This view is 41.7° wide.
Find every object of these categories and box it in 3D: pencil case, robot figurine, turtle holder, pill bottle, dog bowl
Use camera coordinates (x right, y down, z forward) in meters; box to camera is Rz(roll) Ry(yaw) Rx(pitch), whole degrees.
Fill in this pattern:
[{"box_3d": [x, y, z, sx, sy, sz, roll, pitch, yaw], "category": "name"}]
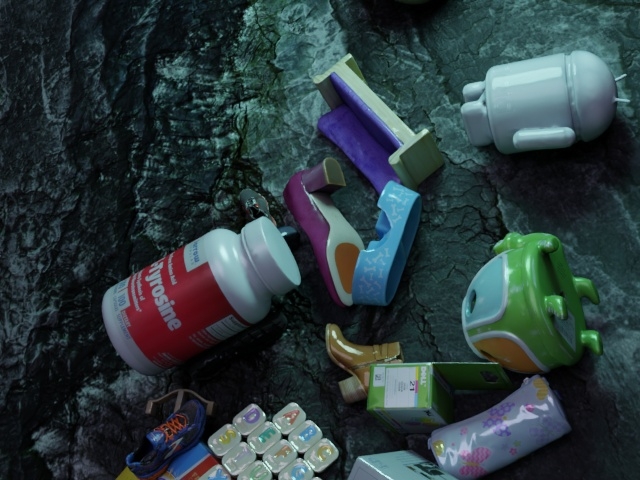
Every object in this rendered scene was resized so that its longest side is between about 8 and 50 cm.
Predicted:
[{"box_3d": [0.346, 0.371, 1.625, 0.273, 0.113, 0.124, -32, 93, 10], "category": "pencil case"}, {"box_3d": [0.493, -0.303, 1.854, 0.353, 0.200, 0.300, -8, 47, 21], "category": "robot figurine"}, {"box_3d": [0.399, 0.109, 1.669, 0.227, 0.243, 0.320, -24, 65, 32], "category": "turtle holder"}, {"box_3d": [-0.260, 0.118, 1.878, 0.407, 0.229, 0.229, -29, 57, 10], "category": "pill bottle"}, {"box_3d": [0.153, 0.013, 1.881, 0.074, 0.166, 0.297, 16, 72, 17], "category": "dog bowl"}]

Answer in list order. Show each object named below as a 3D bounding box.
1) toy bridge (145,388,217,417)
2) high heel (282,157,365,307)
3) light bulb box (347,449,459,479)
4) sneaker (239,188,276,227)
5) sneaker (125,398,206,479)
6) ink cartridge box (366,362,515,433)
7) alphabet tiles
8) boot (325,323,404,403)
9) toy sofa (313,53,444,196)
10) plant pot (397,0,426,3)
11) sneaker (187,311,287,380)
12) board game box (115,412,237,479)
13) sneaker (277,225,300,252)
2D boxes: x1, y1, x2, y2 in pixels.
[{"box_3d": [-0.329, 0.384, 1.987, 0.188, 0.026, 0.063, -3, 61, 23], "category": "toy bridge"}, {"box_3d": [0.000, 0.000, 2.011, 0.181, 0.127, 0.377, -30, 55, 43], "category": "high heel"}, {"box_3d": [0.186, 0.613, 1.463, 0.361, 0.225, 0.358, 26, 96, 33], "category": "light bulb box"}, {"box_3d": [-0.164, -0.084, 2.125, 0.061, 0.065, 0.158, -39, 56, 2], "category": "sneaker"}, {"box_3d": [-0.338, 0.437, 1.848, 0.221, 0.087, 0.083, -49, 56, -5], "category": "sneaker"}, {"box_3d": [0.242, 0.313, 1.663, 0.255, 0.189, 0.097, -5, 62, 22], "category": "ink cartridge box"}, {"box_3d": [-0.112, 0.484, 1.789, 0.278, 0.021, 0.284, -36, 57, -17], "category": "alphabet tiles"}, {"box_3d": [0.101, 0.248, 1.838, 0.152, 0.073, 0.197, -24, 63, 8], "category": "boot"}, {"box_3d": [0.118, -0.270, 2.041, 0.177, 0.150, 0.362, -39, 56, 1], "category": "toy sofa"}, {"box_3d": [0.245, -0.728, 2.191, 0.284, 0.191, 0.284, -11, 60, 19], "category": "plant pot"}, {"box_3d": [-0.205, 0.223, 1.968, 0.267, 0.101, 0.106, -28, 54, 9], "category": "sneaker"}, {"box_3d": [-0.351, 0.584, 1.871, 0.242, 0.064, 0.316, 37, 83, 34], "category": "board game box"}, {"box_3d": [-0.202, 0.042, 2.051, 0.319, 0.112, 0.131, -35, 59, 3], "category": "sneaker"}]
